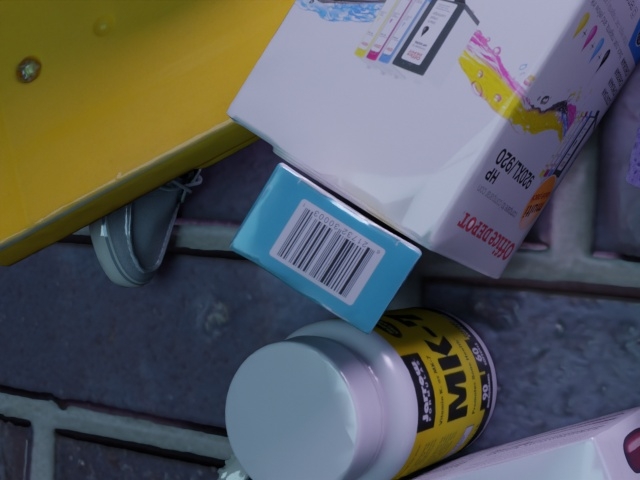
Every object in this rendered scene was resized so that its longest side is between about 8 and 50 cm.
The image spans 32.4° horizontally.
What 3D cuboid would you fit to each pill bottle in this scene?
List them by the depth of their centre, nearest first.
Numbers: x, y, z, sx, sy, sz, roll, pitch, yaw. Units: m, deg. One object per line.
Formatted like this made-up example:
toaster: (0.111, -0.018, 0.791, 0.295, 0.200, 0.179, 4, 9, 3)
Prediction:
pill bottle: (0.033, 0.110, 0.768, 0.119, 0.208, 0.119, 1, 91, 30)

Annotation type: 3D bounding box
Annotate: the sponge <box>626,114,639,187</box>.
sponge: (0.282, -0.049, 0.665, 0.210, 0.031, 0.117, 38, 133, 45)

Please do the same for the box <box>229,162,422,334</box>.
box: (0.000, 0.000, 0.754, 0.101, 0.244, 0.060, 32, 91, -2)

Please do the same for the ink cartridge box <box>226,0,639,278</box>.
ink cartridge box: (0.092, -0.119, 0.730, 0.168, 0.171, 0.232, 34, 95, 24)

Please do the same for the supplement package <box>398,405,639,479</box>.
supplement package: (0.154, 0.269, 0.737, 0.204, 0.145, 0.261, -23, 80, 28)

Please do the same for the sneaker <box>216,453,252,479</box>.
sneaker: (-0.053, 0.312, 0.881, 0.146, 0.102, 0.293, 29, 104, 26)

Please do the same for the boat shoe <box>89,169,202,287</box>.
boat shoe: (-0.143, -0.072, 0.942, 0.081, 0.079, 0.227, 2, 88, 34)

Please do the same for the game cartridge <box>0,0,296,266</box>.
game cartridge: (-0.165, -0.167, 0.911, 0.324, 0.053, 0.285, -25, 65, 14)
